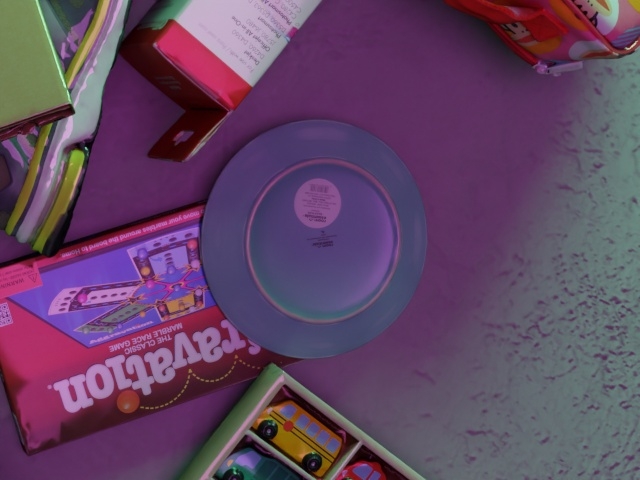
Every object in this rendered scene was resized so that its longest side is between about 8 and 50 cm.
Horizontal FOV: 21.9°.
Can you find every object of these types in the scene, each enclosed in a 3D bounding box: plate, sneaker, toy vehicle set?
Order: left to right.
[{"bbox_3d":[-0.205,-0.145,1.186,0.121,0.111,0.300,14,85,-11],"label":"sneaker"},{"bbox_3d":[0.000,0.000,1.281,0.188,0.024,0.188,-2,96,-19],"label":"plate"},{"bbox_3d":[0.010,0.238,1.313,0.267,0.035,0.166,39,85,-22],"label":"toy vehicle set"}]

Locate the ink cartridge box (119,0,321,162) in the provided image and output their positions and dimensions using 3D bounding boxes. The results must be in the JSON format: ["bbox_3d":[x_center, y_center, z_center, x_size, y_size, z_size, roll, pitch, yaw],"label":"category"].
[{"bbox_3d":[-0.067,-0.169,1.212,0.078,0.134,0.231,41,81,-17],"label":"ink cartridge box"}]

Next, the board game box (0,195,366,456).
[{"bbox_3d":[-0.112,0.052,1.274,0.281,0.027,0.145,-18,102,-16],"label":"board game box"}]

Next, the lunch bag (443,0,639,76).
[{"bbox_3d":[0.159,-0.272,1.245,0.293,0.120,0.258,42,65,-28],"label":"lunch bag"}]

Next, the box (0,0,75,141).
[{"bbox_3d":[-0.272,-0.144,1.131,0.164,0.021,0.201,-20,67,-2],"label":"box"}]
